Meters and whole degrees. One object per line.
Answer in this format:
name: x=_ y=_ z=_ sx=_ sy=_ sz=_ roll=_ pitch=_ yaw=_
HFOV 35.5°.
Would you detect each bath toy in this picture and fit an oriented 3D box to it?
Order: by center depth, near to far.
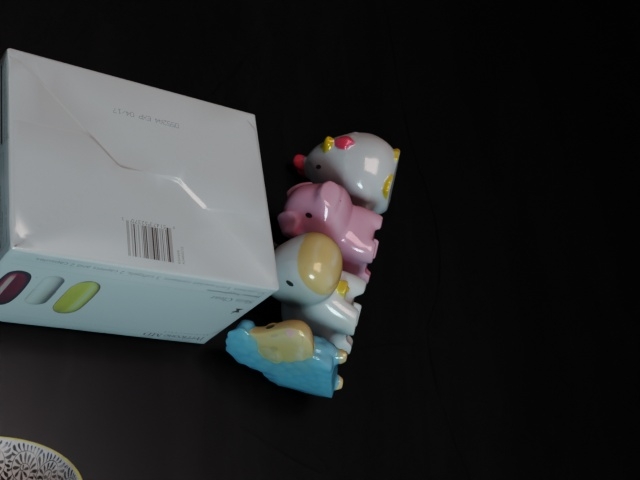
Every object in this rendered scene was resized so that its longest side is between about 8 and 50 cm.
bath toy: x=0.000 y=0.000 z=1.121 sx=0.129 sy=0.151 sz=0.348 roll=13 pitch=48 yaw=6

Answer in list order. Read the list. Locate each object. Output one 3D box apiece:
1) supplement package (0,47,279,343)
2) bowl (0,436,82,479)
supplement package: x=-0.196 y=-0.030 z=0.953 sx=0.261 sy=0.145 sz=0.204 roll=11 pitch=58 yaw=-35
bowl: x=-0.267 y=0.229 z=0.764 sx=0.170 sy=0.170 sz=0.080 roll=-15 pitch=119 yaw=-44
